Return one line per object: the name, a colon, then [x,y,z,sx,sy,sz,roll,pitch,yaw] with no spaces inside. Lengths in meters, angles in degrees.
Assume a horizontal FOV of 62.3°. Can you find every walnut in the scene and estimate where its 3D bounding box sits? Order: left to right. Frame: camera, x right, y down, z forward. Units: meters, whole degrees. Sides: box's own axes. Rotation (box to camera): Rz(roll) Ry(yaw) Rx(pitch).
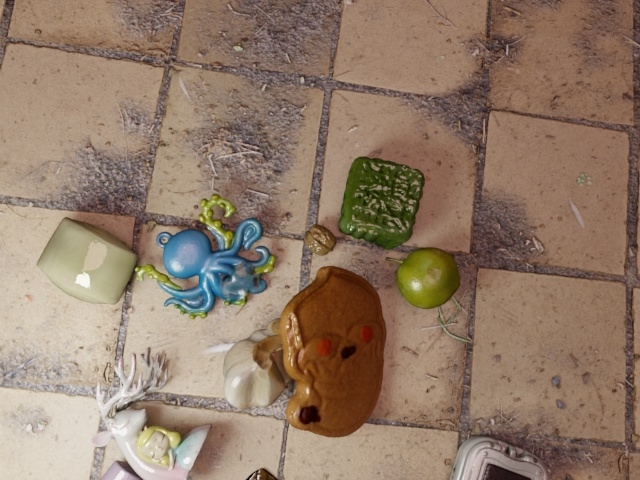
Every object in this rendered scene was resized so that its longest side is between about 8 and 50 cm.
walnut: [0.000,0.000,1.546,0.096,0.082,0.079,41,108,2]

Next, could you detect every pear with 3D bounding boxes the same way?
pear: [0.290,0.094,1.521,0.216,0.166,0.180,35,93,24]

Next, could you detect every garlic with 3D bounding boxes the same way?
garlic: [-0.153,0.336,1.430,0.185,0.203,0.281,14,42,27]

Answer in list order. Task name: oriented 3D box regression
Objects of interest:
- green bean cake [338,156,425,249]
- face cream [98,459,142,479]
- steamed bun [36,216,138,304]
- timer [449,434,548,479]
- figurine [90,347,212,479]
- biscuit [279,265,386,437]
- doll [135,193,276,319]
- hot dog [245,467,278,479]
green bean cake: [0.174,-0.109,1.551,0.223,0.125,0.247,14,80,-3]
face cream: [-0.578,0.708,1.353,0.154,0.096,0.273,36,69,-4]
steamed bun: [-0.638,0.056,1.435,0.250,0.155,0.199,25,81,14]
timer: [0.493,0.682,1.466,0.262,0.087,0.236,21,79,-1]
figurine: [-0.439,0.456,1.391,0.316,0.206,0.284,27,85,-6]
biscuit: [0.049,0.293,1.423,0.350,0.078,0.454,-5,89,-43]
doll: [-0.308,0.059,1.513,0.342,0.099,0.345,31,86,-11]
hot dog: [-0.099,0.778,1.394,0.326,0.107,0.194,43,80,3]
